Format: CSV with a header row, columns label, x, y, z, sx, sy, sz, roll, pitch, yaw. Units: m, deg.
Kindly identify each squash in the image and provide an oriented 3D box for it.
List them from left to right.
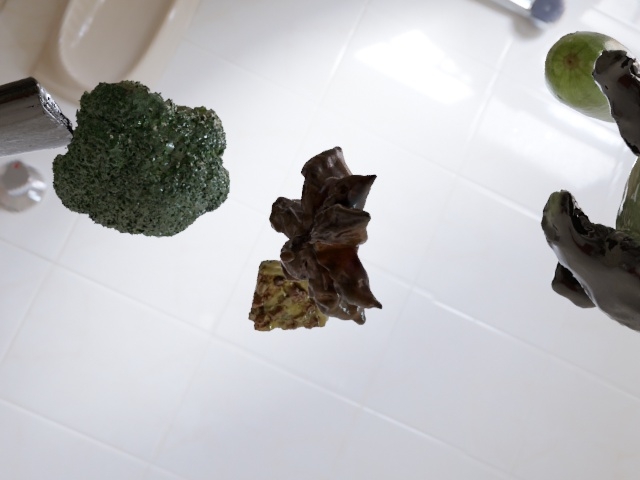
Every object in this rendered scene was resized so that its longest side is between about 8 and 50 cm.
label,x,y,z,sx,sy,sz,roll,pitch,yaw
squash,0.437,-0.237,1.364,0.371,0.118,0.118,1,120,-55

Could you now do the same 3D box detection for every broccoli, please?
label,x,y,z,sx,sy,sz,roll,pitch,yaw
broccoli,-0.302,-0.145,1.523,0.308,0.308,0.275,120,-29,-45

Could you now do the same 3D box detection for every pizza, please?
label,x,y,z,sx,sy,sz,roll,pitch,yaw
pizza,-0.058,0.108,1.477,0.134,0.175,0.046,-43,-147,18

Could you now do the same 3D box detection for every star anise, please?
label,x,y,z,sx,sy,sz,roll,pitch,yaw
star anise,0.003,-0.005,0.985,0.212,0.111,0.196,92,-10,-53

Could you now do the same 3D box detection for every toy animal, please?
label,x,y,z,sx,sy,sz,roll,pitch,yaw
toy animal,0.213,-0.043,0.538,0.094,0.121,0.225,-17,124,-57

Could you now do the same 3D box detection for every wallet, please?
label,x,y,z,sx,sy,sz,roll,pitch,yaw
wallet,-0.462,-0.115,1.062,0.172,0.318,0.045,96,-19,-80
